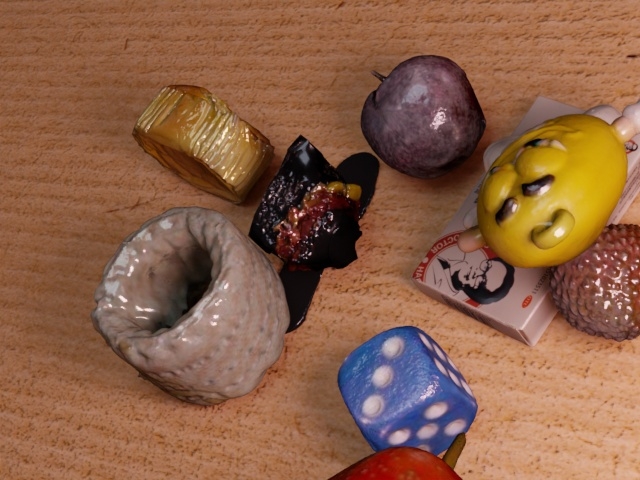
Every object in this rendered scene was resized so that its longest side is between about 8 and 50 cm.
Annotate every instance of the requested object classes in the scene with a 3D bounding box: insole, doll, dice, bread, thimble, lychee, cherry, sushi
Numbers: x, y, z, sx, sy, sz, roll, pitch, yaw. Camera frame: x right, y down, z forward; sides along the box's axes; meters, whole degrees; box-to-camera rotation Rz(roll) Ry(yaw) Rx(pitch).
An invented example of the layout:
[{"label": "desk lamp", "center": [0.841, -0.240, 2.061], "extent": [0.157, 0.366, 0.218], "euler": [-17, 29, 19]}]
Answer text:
[{"label": "insole", "center": [0.000, 0.000, 2.099], "extent": [0.119, 0.009, 0.348], "euler": [9, 64, 38]}, {"label": "doll", "center": [0.319, -0.092, 1.687], "extent": [0.348, 0.161, 0.423], "euler": [-41, 6, -13]}, {"label": "dice", "center": [0.118, 0.212, 1.785], "extent": [0.146, 0.143, 0.146], "euler": [-37, 48, 9]}, {"label": "bread", "center": [-0.200, -0.174, 2.232], "extent": [0.250, 0.179, 0.133], "euler": [22, 68, 40]}, {"label": "thimble", "center": [-0.205, 0.104, 2.020], "extent": [0.291, 0.195, 0.291], "euler": [-18, 50, 23]}, {"label": "lychee", "center": [0.381, 0.044, 1.724], "extent": [0.165, 0.165, 0.197], "euler": [-27, 61, 14]}, {"label": "cherry", "center": [0.160, -0.187, 2.021], "extent": [0.195, 0.195, 0.195], "euler": [-16, 52, 22]}, {"label": "sushi", "center": [-0.009, -0.030, 2.017], "extent": [0.172, 0.153, 0.150], "euler": [-49, 51, -3]}]

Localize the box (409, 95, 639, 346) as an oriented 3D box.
[{"label": "box", "center": [0.315, -0.036, 1.891], "extent": [0.214, 0.069, 0.353], "euler": [26, 76, 41]}]

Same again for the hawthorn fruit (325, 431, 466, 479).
[{"label": "hawthorn fruit", "center": [0.090, 0.382, 1.608], "extent": [0.285, 0.285, 0.369], "euler": [12, 57, 37]}]
